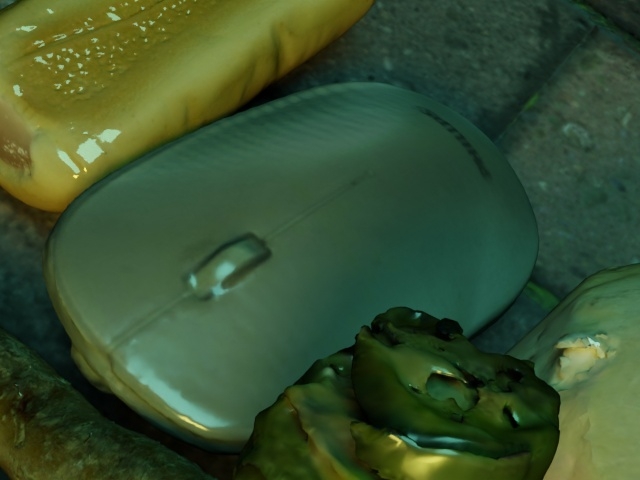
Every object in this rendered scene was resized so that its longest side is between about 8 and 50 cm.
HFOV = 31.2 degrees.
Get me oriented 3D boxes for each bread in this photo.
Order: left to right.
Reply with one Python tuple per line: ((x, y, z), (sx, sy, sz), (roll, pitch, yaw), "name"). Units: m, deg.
((-0.090, -0.132, 0.737), (0.142, 0.091, 0.305), (46, 60, 8), "bread")

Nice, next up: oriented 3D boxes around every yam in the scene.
((-0.137, 0.091, 0.558), (0.253, 0.061, 0.061), (27, 53, 34), "yam")

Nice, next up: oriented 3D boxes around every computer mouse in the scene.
((0.002, -0.004, 0.654), (0.197, 0.095, 0.331), (43, 43, 16), "computer mouse")

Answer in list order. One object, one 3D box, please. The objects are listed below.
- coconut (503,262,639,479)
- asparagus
((0.241, 0.149, 0.535), (0.352, 0.353, 0.353), (6, 59, -10), "coconut")
((-0.024, 0.211, 0.471), (0.108, 0.128, 0.382), (25, 102, 10), "asparagus")
